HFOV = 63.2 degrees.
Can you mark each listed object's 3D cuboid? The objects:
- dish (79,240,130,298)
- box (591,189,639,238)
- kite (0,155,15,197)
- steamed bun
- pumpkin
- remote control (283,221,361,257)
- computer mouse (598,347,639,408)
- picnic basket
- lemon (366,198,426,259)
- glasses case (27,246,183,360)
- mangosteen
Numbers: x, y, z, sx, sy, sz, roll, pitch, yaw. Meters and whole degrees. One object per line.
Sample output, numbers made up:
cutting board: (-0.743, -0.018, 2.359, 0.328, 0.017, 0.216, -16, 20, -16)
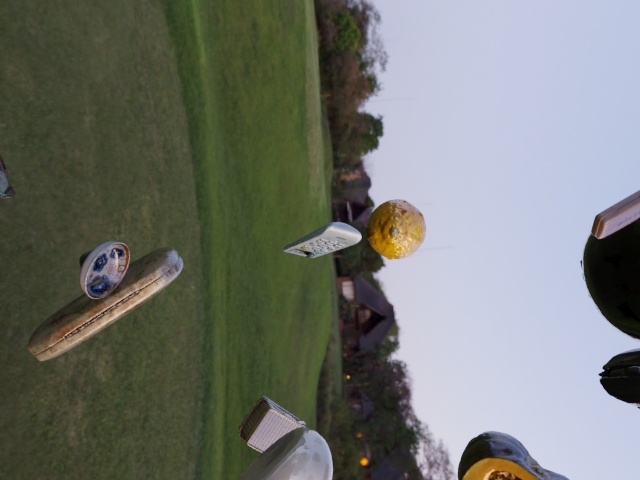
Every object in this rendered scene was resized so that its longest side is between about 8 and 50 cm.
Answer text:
dish: (-0.512, 0.055, 1.187, 0.141, 0.078, 0.141, -60, 165, -27)
box: (0.472, -0.044, 0.800, 0.025, 0.115, 0.048, 55, -11, 41)
kite: (-0.456, -0.074, 0.568, 0.323, 0.268, 0.013, -74, 174, -53)
steamed bun: (-0.066, 0.516, 1.096, 0.145, 0.232, 0.232, 52, -3, 2)
pumpkin: (0.493, 0.648, 1.317, 0.222, 0.317, 0.139, -59, 168, 17)
remote control: (0.000, 0.001, 1.430, 0.293, 0.103, 0.051, -26, -126, 60)
computer mouse: (0.462, 0.185, 0.687, 0.099, 0.172, 0.057, -60, 137, -34)
picnic basket: (-0.120, 0.499, 1.363, 0.115, 0.164, 0.079, -56, -155, -10)
lemon: (0.178, -0.026, 1.221, 0.187, 0.142, 0.142, -37, 122, -75)
glasses case: (-0.541, 0.157, 1.321, 0.098, 0.425, 0.156, 58, -3, -18)
mangosteen: (0.851, 0.062, 1.218, 0.435, 0.382, 0.382, -17, -105, 45)
